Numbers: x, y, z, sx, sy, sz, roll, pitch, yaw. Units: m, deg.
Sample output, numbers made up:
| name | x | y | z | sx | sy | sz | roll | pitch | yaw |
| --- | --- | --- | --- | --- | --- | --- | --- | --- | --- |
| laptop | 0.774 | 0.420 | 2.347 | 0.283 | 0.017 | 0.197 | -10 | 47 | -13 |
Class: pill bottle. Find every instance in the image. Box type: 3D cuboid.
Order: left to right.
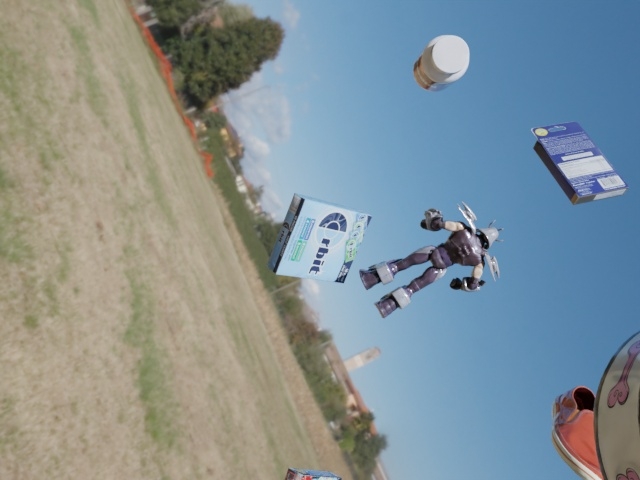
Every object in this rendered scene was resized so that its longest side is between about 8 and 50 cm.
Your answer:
| name | x | y | z | sx | sy | sz | roll | pitch | yaw |
| --- | --- | --- | --- | --- | --- | --- | --- | --- | --- |
| pill bottle | 0.222 | -0.326 | 1.120 | 0.152 | 0.086 | 0.086 | -94 | 160 | -86 |

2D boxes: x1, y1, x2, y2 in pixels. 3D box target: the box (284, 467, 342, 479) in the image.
| name | x | y | z | sx | sy | sz | roll | pitch | yaw |
| --- | --- | --- | --- | --- | --- | --- | --- | --- | --- |
| box | -0.027 | 0.369 | 0.793 | 0.027 | 0.137 | 0.094 | 11 | -12 | 40 |

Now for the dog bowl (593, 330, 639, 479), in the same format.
| name | x | y | z | sx | sy | sz | roll | pitch | yaw |
| --- | --- | --- | --- | --- | --- | --- | --- | --- | --- |
| dog bowl | 0.585 | 0.264 | 0.785 | 0.150 | 0.408 | 0.408 | 86 | -21 | -63 |

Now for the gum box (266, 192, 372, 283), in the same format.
| name | x | y | z | sx | sy | sz | roll | pitch | yaw |
| --- | --- | --- | --- | --- | --- | --- | --- | --- | --- |
| gum box | 0.000 | 0.000 | 1.211 | 0.041 | 0.184 | 0.156 | 35 | -72 | 47 |

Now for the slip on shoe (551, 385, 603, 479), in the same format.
| name | x | y | z | sx | sy | sz | roll | pitch | yaw |
| --- | --- | --- | --- | --- | --- | --- | --- | --- | --- |
| slip on shoe | 0.615 | 0.448 | 1.430 | 0.123 | 0.101 | 0.331 | 38 | 24 | 3 |

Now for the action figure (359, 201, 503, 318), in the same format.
| name | x | y | z | sx | sy | sz | roll | pitch | yaw |
| --- | --- | --- | --- | --- | --- | --- | --- | --- | --- |
| action figure | 0.220 | 0.038 | 1.177 | 0.185 | 0.285 | 0.099 | 63 | 8 | 3 |

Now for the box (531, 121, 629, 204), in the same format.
| name | x | y | z | sx | sy | sz | roll | pitch | yaw |
| --- | --- | --- | --- | --- | --- | --- | --- | --- | --- |
| box | 0.598 | -0.186 | 1.429 | 0.036 | 0.137 | 0.225 | 98 | -23 | -54 |
